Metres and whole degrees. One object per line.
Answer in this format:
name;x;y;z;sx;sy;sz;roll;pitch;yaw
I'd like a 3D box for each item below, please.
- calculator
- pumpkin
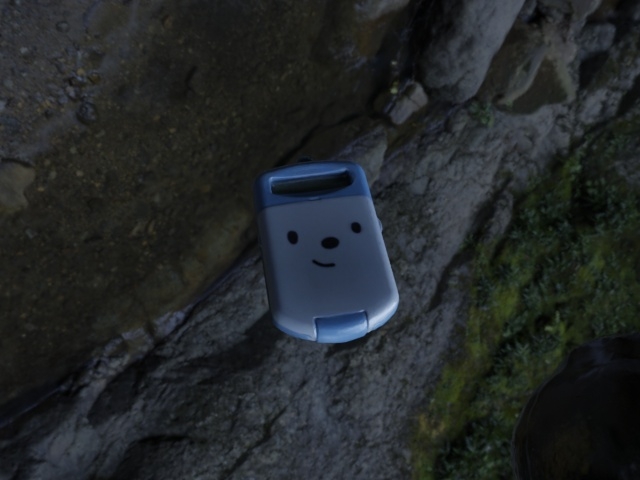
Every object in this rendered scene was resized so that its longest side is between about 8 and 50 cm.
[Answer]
calculator;0.000;0.000;0.553;0.121;0.210;0.039;-6;149;-8
pumpkin;0.504;0.341;0.821;0.454;0.455;0.343;80;30;-54
